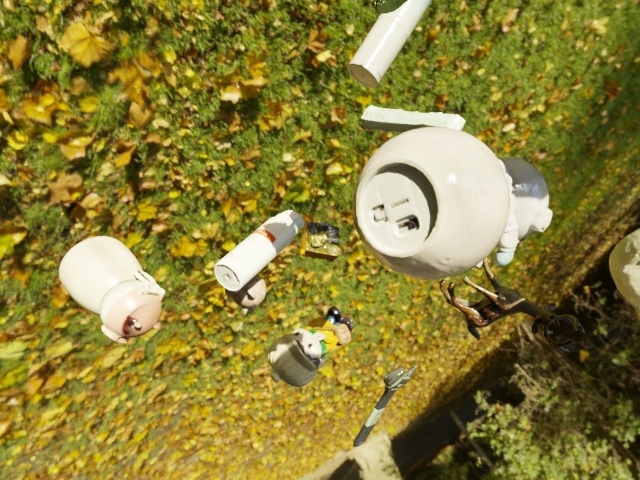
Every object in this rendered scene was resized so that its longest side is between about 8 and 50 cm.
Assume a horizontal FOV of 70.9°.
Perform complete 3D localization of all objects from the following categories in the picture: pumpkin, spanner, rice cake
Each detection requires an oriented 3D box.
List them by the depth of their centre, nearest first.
[{"bbox_3d":[0.000,0.000,0.935,0.083,0.074,0.054,11,152,-22],"label":"pumpkin"},{"bbox_3d":[0.144,0.395,1.060,0.087,0.024,0.316,-9,133,-35],"label":"spanner"},{"bbox_3d":[0.271,-0.354,1.353,0.066,0.336,0.063,-54,138,-19],"label":"rice cake"}]

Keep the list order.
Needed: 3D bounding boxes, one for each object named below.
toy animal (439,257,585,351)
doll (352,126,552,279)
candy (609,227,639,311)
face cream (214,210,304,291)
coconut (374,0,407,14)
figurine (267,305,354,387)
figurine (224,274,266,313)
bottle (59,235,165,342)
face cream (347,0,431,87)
[{"bbox_3d":[0.422,0.154,1.023,0.087,0.260,0.243,-50,-175,-31],"label":"toy animal"},{"bbox_3d":[0.160,-0.042,0.483,0.287,0.151,0.151,-7,139,-46],"label":"doll"},{"bbox_3d":[0.674,0.080,0.683,0.426,0.386,0.186,-10,113,-40],"label":"candy"},{"bbox_3d":[-0.166,0.013,1.327,0.345,0.102,0.102,-47,164,-46],"label":"face cream"},{"bbox_3d":[0.121,-0.430,0.663,0.133,0.055,0.158,-38,131,-22],"label":"coconut"},{"bbox_3d":[-0.032,0.370,1.544,0.332,0.185,0.205,-14,129,-50],"label":"figurine"},{"bbox_3d":[-0.230,0.152,1.391,0.125,0.125,0.138,-29,151,-13],"label":"figurine"},{"bbox_3d":[-0.420,0.109,0.932,0.147,0.236,0.148,-36,147,-29],"label":"bottle"},{"bbox_3d":[0.153,-0.447,0.950,0.250,0.077,0.077,-57,149,-6],"label":"face cream"}]
